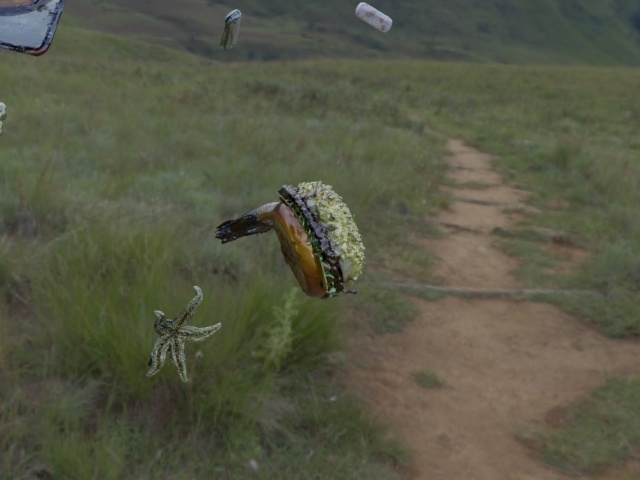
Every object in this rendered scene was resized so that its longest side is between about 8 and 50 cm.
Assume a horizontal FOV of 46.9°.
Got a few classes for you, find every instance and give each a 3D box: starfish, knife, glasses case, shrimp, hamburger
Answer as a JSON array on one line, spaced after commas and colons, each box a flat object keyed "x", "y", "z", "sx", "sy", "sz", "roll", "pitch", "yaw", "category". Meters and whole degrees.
[{"x": -0.276, "y": 0.191, "z": 1.502, "sx": 0.176, "sy": 0.208, "sz": 0.053, "roll": -3, "pitch": 27, "yaw": -38, "category": "starfish"}, {"x": -0.198, "y": -0.453, "z": 1.600, "sx": 0.044, "sy": 0.023, "sz": 0.162, "roll": -32, "pitch": 0, "yaw": -13, "category": "knife"}, {"x": 0.106, "y": -0.441, "z": 1.460, "sx": 0.083, "sy": 0.032, "sz": 0.021, "roll": 22, "pitch": 13, "yaw": -30, "category": "glasses case"}, {"x": -0.143, "y": -0.020, "z": 2.051, "sx": 0.290, "sy": 0.222, "sz": 0.054, "roll": -13, "pitch": 55, "yaw": 19, "category": "shrimp"}, {"x": 0.000, "y": 0.000, "z": 1.415, "sx": 0.139, "sy": 0.243, "sz": 0.261, "roll": -24, "pitch": -6, "yaw": -11, "category": "hamburger"}]

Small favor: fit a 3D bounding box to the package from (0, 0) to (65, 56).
[{"x": -0.291, "y": -0.283, "z": 0.690, "sx": 0.154, "sy": 0.030, "sz": 0.239, "roll": 14, "pitch": 62, "yaw": -3, "category": "package"}]

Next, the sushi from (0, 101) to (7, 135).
[{"x": -0.563, "y": -0.277, "z": 0.914, "sx": 0.240, "sy": 0.396, "sz": 0.351, "roll": -13, "pitch": -22, "yaw": 3, "category": "sushi"}]
